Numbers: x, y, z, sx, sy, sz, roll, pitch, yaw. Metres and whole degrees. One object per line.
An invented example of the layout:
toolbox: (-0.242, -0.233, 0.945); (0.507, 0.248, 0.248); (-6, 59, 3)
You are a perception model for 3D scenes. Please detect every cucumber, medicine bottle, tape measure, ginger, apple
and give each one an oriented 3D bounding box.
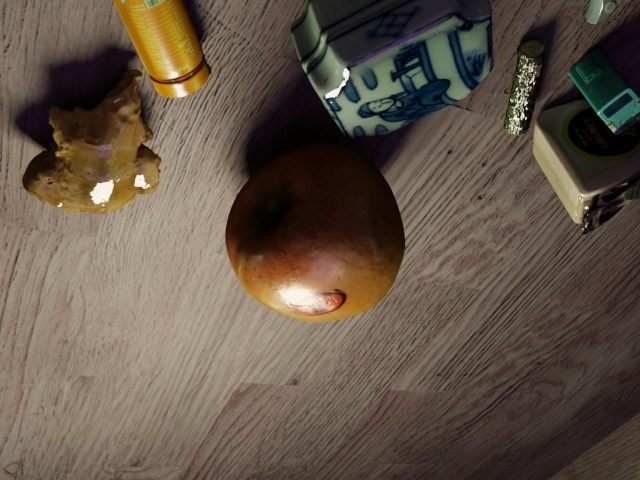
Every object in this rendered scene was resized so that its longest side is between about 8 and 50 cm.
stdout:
cucumber: (0.386, -0.290, 1.320); (0.058, 0.058, 0.187); (-10, 138, -7)
medicine bottle: (-0.237, -0.316, 1.041); (0.096, 0.096, 0.192); (-17, 140, 1)
tape measure: (0.566, -0.153, 1.366); (0.231, 0.271, 0.133); (-15, 140, 0)
ginger: (-0.356, -0.154, 1.164); (0.218, 0.123, 0.270); (24, 125, -35)
apple: (0.000, 0.000, 1.302); (0.338, 0.339, 0.305); (-36, 134, 22)

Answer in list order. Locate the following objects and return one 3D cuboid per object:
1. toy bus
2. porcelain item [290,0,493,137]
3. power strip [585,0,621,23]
toy bus: (0.531, -0.283, 1.299); (0.091, 0.160, 0.079); (32, 122, -32)
porcelain item: (0.120, -0.294, 1.080); (0.285, 0.157, 0.281); (-24, 161, 7)
power strip: (0.461, -0.451, 1.167); (0.215, 0.044, 0.137); (18, 128, -34)
